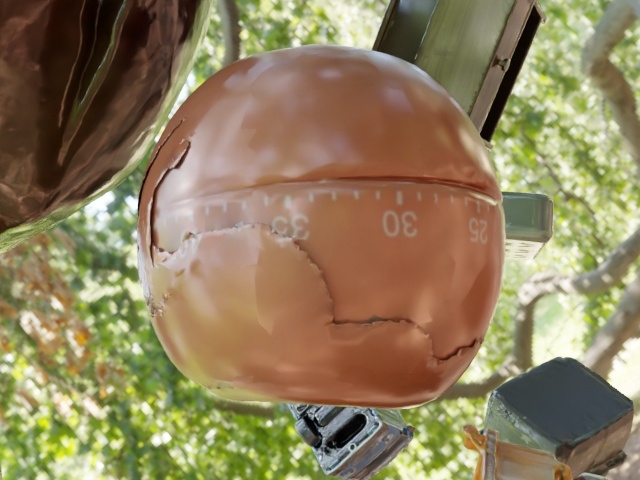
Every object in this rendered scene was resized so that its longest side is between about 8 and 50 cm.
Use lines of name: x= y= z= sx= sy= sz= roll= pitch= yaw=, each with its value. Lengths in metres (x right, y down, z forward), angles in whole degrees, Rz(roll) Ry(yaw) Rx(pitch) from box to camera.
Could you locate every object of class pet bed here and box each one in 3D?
pet bed: x=0.376 y=0.313 z=1.560 sx=0.211 sy=0.183 sz=0.159 roll=-19 pitch=-49 yaw=-37

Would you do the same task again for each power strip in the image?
power strip: x=0.182 y=-0.015 z=1.210 sx=0.265 sy=0.194 sz=0.059 roll=36 pitch=-121 yaw=-79

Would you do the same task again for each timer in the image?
timer: x=0.000 y=0.000 z=0.610 sx=0.230 sy=0.215 sz=0.229 roll=0 pitch=-15 yaw=0

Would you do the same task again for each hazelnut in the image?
hazelnut: x=-0.274 y=-0.193 z=0.805 sx=0.429 sy=0.402 sz=0.402 roll=-46 pitch=-12 yaw=22

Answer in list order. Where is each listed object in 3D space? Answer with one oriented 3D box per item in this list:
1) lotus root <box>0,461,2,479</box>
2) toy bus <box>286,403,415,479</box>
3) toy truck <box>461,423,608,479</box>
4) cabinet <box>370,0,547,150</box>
lotus root: x=-0.371 y=0.194 z=0.872 sx=0.128 sy=0.260 sz=0.145 roll=-61 pitch=-33 yaw=-14
toy bus: x=0.024 y=0.216 z=1.344 sx=0.116 sy=0.234 sz=0.133 roll=-43 pitch=-42 yaw=10
toy truck: x=0.106 y=0.212 z=0.493 sx=0.270 sy=0.135 sz=0.114 roll=-63 pitch=-17 yaw=-67
cabinet: x=0.149 y=-0.211 z=1.093 sx=0.174 sy=0.148 sz=0.215 roll=-69 pitch=-18 yaw=7
